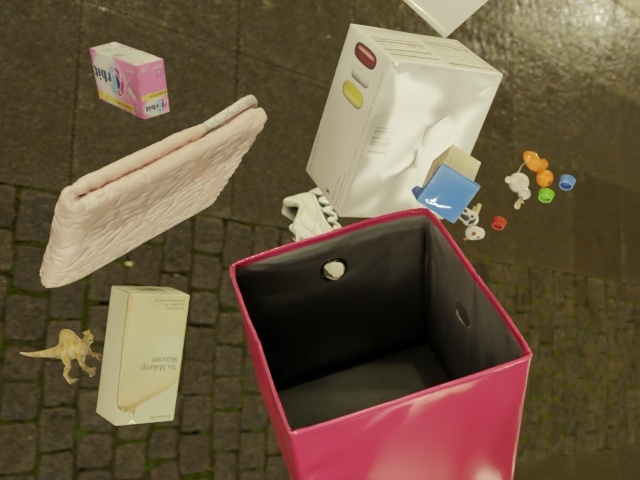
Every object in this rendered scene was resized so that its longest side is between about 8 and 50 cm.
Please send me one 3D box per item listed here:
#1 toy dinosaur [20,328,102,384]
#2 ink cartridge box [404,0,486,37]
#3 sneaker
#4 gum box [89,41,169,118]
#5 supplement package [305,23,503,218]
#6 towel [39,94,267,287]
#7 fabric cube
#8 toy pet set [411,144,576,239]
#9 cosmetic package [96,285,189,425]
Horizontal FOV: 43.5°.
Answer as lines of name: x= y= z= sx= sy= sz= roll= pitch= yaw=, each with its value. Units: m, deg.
toy dinosaur: x=-0.438 y=0.200 z=1.409 sx=0.053 sy=0.183 sz=0.092 roll=-38 pitch=106 yaw=-56
ink cartridge box: x=0.061 y=-0.356 z=0.783 sx=0.278 sy=0.117 sz=0.201 roll=36 pitch=29 yaw=-20
sneaker: x=0.000 y=0.000 z=1.774 sx=0.118 sy=0.292 sz=0.110 roll=-6 pitch=135 yaw=-23
gum box: x=-0.383 y=-0.321 z=1.593 sx=0.062 sy=0.188 sz=0.107 roll=-26 pitch=128 yaw=-35
supplement package: x=0.123 y=-0.181 z=1.264 sx=0.204 sy=0.145 sz=0.261 roll=1 pitch=124 yaw=-28
towel: x=-0.251 y=-0.063 z=1.158 sx=0.317 sy=0.332 sz=0.053 roll=-33 pitch=84 yaw=-30
fabric cube: x=0.063 y=0.160 z=0.925 sx=0.254 sy=0.259 sz=0.258 roll=-17 pitch=133 yaw=-9
toy pet set: x=0.153 y=-0.037 z=0.758 sx=0.114 sy=0.122 sz=0.065 roll=31 pitch=60 yaw=-10
cosmetic package: x=-0.420 y=0.267 z=1.896 sx=0.160 sy=0.113 sz=0.309 roll=3 pitch=96 yaw=-40
